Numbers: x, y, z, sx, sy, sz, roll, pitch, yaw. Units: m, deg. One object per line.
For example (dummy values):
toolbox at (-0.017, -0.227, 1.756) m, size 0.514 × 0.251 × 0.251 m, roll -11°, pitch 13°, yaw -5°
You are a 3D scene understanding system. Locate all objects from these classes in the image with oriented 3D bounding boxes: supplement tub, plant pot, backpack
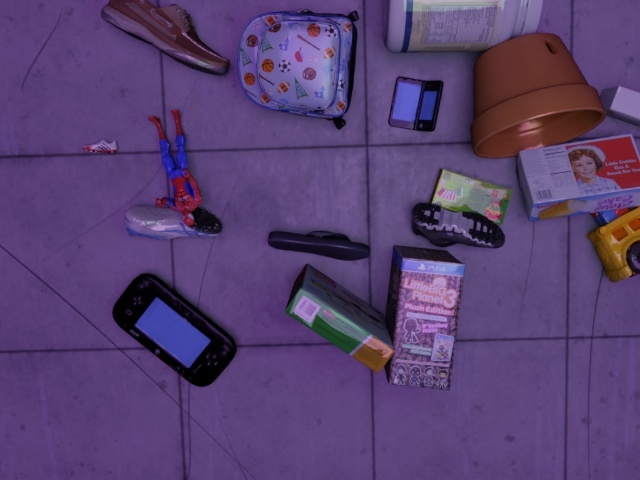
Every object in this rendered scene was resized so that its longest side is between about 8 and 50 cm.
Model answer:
supplement tub at (0.307, -0.543, 1.483) m, size 0.324 × 0.235 × 0.236 m, roll -1°, pitch 97°, yaw 1°
plant pot at (0.466, -0.330, 1.499) m, size 0.290 × 0.291 × 0.204 m, roll -12°, pitch 80°, yaw 2°
backpack at (-0.058, -0.405, 1.529) m, size 0.263 × 0.213 × 0.277 m, roll 7°, pitch 100°, yaw 11°

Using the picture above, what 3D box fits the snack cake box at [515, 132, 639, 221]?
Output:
snack cake box at (0.610, -0.147, 1.558) m, size 0.264 × 0.089 × 0.152 m, roll -8°, pitch 60°, yaw 6°

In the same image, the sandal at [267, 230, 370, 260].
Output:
sandal at (0.000, 0.000, 1.629) m, size 0.254 × 0.097 × 0.055 m, roll 10°, pitch 70°, yaw -1°

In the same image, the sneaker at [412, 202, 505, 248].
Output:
sneaker at (0.328, -0.023, 1.617) m, size 0.234 × 0.106 × 0.078 m, roll 15°, pitch 62°, yaw 1°

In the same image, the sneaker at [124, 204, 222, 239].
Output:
sneaker at (-0.362, -0.038, 1.642) m, size 0.237 × 0.085 × 0.086 m, roll 5°, pitch 139°, yaw -8°

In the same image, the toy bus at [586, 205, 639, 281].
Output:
toy bus at (0.758, -0.032, 1.595) m, size 0.220 × 0.149 × 0.212 m, roll -29°, pitch 80°, yaw 2°

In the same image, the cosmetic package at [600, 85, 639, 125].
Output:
cosmetic package at (0.789, -0.297, 1.573) m, size 0.238 × 0.099 × 0.061 m, roll 19°, pitch 96°, yaw -1°

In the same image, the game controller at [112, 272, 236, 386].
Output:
game controller at (-0.368, 0.228, 1.671) m, size 0.319 × 0.067 × 0.166 m, roll 39°, pitch 96°, yaw -3°

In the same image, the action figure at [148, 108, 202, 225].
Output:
action figure at (-0.349, -0.172, 1.565) m, size 0.091 × 0.139 × 0.281 m, roll -15°, pitch 87°, yaw 5°

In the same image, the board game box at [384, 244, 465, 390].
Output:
board game box at (0.236, 0.173, 1.571) m, size 0.141 × 0.232 × 0.291 m, roll 6°, pitch 96°, yaw 0°

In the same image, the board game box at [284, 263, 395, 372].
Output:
board game box at (0.044, 0.168, 1.531) m, size 0.242 × 0.316 × 0.064 m, roll 34°, pitch 97°, yaw -3°

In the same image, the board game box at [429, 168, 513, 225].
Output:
board game box at (0.369, -0.107, 1.629) m, size 0.181 × 0.043 × 0.092 m, roll 16°, pitch 98°, yaw -1°

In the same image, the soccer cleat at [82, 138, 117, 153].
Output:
soccer cleat at (-0.544, -0.234, 1.639) m, size 0.083 × 0.029 × 0.036 m, roll 3°, pitch 88°, yaw -3°

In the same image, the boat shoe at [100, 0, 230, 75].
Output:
boat shoe at (-0.353, -0.498, 1.559) m, size 0.324 × 0.123 × 0.116 m, roll 28°, pitch 94°, yaw -4°

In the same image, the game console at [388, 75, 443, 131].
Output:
game console at (0.229, -0.329, 1.594) m, size 0.071 × 0.107 × 0.122 m, roll 6°, pitch 98°, yaw -28°
